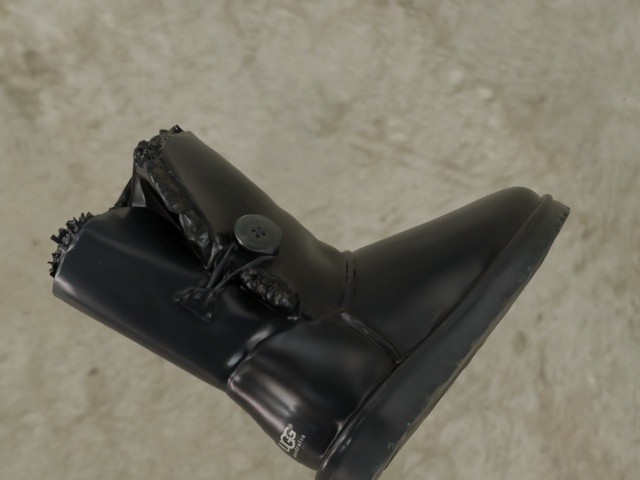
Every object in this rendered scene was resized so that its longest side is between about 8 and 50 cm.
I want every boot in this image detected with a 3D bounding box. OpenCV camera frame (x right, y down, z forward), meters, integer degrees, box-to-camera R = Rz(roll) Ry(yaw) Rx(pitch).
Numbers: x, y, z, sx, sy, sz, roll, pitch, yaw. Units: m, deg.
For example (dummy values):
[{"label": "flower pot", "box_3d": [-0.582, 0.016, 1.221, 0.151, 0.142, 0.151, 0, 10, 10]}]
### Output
[{"label": "boot", "box_3d": [0.000, 0.000, 0.751, 0.207, 0.246, 0.094, 37, 140, 10]}]
